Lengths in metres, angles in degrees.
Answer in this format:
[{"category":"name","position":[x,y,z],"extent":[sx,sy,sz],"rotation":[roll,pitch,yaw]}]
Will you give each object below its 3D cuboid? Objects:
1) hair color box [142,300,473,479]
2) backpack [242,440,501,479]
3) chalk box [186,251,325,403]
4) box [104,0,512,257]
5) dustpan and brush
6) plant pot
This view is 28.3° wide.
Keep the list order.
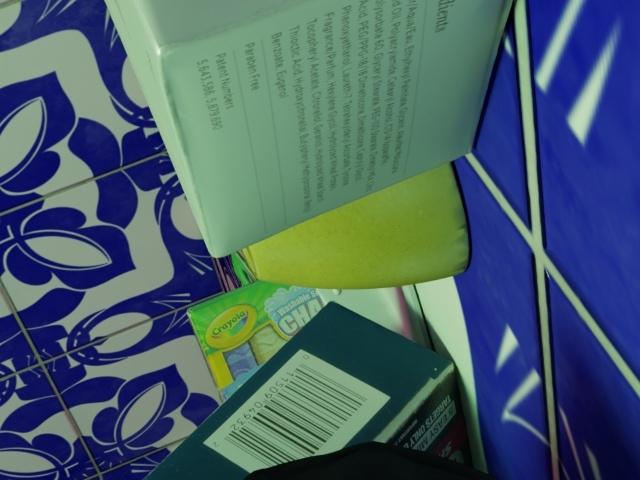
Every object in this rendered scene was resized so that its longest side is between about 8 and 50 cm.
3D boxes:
[{"category":"hair color box","position":[0.021,0.227,0.824],"extent":[0.105,0.174,0.347],"rotation":[26,145,36]},{"category":"backpack","position":[0.063,0.272,0.560],"extent":[0.290,0.273,0.356],"rotation":[64,151,29]},{"category":"chalk box","position":[-0.018,0.100,1.001],"extent":[0.132,0.132,0.213],"rotation":[85,163,-69]},{"category":"box","position":[-0.025,-0.118,0.456],"extent":[0.182,0.119,0.181],"rotation":[88,160,-70]},{"category":"dustpan and brush","position":[0.000,0.000,0.841],"extent":[0.211,0.060,0.147],"rotation":[-129,19,-67]},{"category":"plant pot","position":[0.001,-0.029,0.616],"extent":[0.134,0.095,0.134],"rotation":[159,90,-83]}]
